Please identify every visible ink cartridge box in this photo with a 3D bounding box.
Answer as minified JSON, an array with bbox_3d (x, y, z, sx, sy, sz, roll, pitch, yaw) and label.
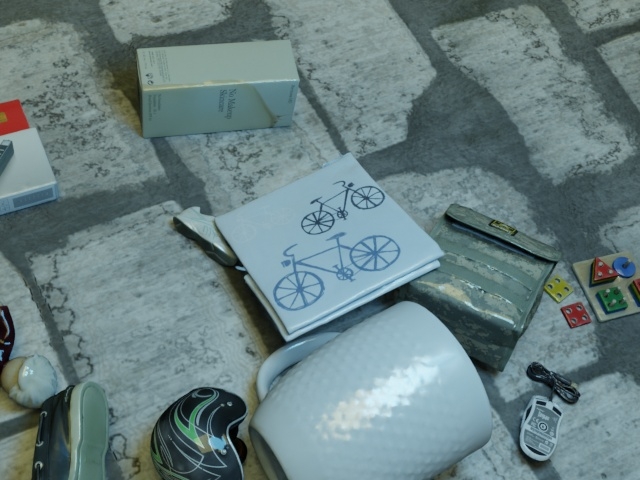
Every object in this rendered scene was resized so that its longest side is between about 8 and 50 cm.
[{"bbox_3d":[-0.680,-0.155,1.859,0.296,0.066,0.261,-18,65,-20],"label":"ink cartridge box"}]

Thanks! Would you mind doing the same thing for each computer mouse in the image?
[{"bbox_3d":[0.398,0.316,1.765,0.106,0.042,0.193,29,53,3],"label":"computer mouse"}]

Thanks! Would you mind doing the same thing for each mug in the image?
[{"bbox_3d":[0.040,0.271,1.624,0.328,0.276,0.374,-27,36,-19],"label":"mug"}]

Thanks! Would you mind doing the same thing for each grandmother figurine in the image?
[{"bbox_3d":[-0.598,0.179,1.656,0.343,0.104,0.207,26,86,4],"label":"grandmother figurine"}]

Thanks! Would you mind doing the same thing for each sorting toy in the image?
[{"bbox_3d":[0.577,0.084,1.932,0.275,0.046,0.132,-12,61,-15],"label":"sorting toy"}]

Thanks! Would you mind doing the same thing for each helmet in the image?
[{"bbox_3d":[-0.191,0.334,1.584,0.170,0.169,0.161,22,41,4],"label":"helmet"}]

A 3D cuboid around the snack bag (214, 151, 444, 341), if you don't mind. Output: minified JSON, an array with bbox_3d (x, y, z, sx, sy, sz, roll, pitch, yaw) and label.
[{"bbox_3d":[0.000,0.000,1.789,0.323,0.037,0.342,-27,49,-14],"label":"snack bag"}]

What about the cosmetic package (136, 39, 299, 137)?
[{"bbox_3d":[-0.210,-0.305,1.975,0.310,0.160,0.113,-6,61,-12],"label":"cosmetic package"}]

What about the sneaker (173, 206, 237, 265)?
[{"bbox_3d":[-0.207,-0.013,1.858,0.152,0.053,0.061,40,58,15],"label":"sneaker"}]

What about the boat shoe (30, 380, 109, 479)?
[{"bbox_3d":[-0.414,0.392,1.546,0.113,0.127,0.339,-11,65,18],"label":"boat shoe"}]

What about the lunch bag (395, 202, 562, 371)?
[{"bbox_3d":[0.303,0.061,1.832,0.235,0.169,0.287,25,52,13],"label":"lunch bag"}]
